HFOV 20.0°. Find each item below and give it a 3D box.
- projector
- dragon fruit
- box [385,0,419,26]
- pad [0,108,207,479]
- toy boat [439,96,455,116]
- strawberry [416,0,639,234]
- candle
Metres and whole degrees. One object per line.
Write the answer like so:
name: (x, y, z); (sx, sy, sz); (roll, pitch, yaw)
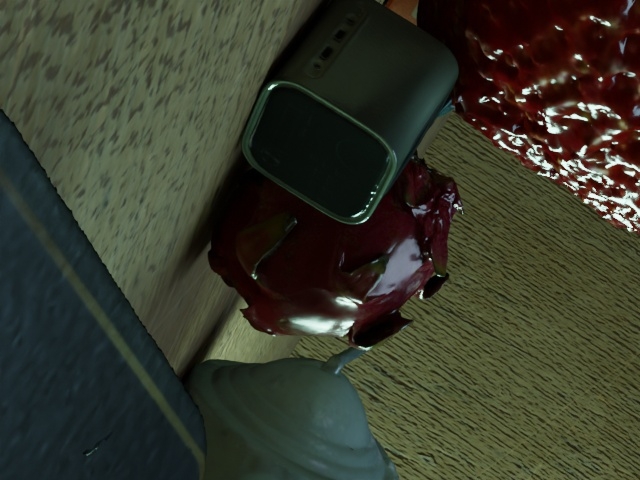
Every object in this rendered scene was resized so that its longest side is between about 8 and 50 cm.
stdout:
projector: (0.016, -0.072, 0.990); (0.082, 0.083, 0.083); (-55, 175, -37)
dragon fruit: (0.000, 0.000, 1.076); (0.166, 0.136, 0.133); (-10, -171, 33)
box: (0.265, -0.207, 1.362); (0.257, 0.318, 0.348); (-60, 177, 25)
pad: (-0.124, 0.185, 0.476); (0.375, 0.063, 0.315); (-57, 152, -20)
toy boat: (0.145, -0.187, 1.718); (0.246, 0.103, 0.093); (-52, -160, -9)
strawberry: (0.179, -0.131, 1.045); (0.257, 0.257, 0.277); (-54, 145, -46)
candle: (-0.064, 0.232, 1.547); (0.342, 0.221, 0.221); (-62, 176, 14)
